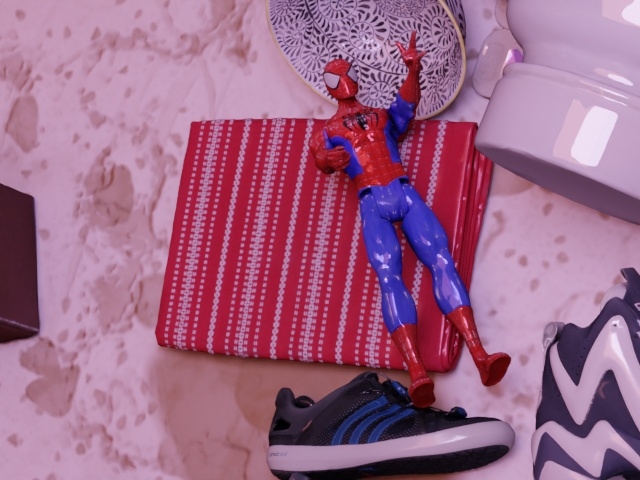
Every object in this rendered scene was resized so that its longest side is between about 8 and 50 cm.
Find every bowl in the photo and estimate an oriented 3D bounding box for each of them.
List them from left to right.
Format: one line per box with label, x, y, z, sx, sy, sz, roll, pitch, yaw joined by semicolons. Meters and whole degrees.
bowl;0.050;-0.181;1.527;0.170;0.170;0.080;6;45;31

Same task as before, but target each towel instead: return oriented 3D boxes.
towel;0.000;0.000;1.557;0.275;0.031;0.198;3;78;31

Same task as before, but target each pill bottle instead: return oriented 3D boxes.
pill bottle;0.249;-0.198;1.341;0.204;0.204;0.361;22;87;32

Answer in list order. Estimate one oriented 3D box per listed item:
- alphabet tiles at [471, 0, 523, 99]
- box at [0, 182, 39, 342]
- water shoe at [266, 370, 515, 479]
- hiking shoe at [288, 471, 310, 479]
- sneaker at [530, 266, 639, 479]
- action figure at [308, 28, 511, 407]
alphabet tiles;0.252;-0.165;1.464;0.278;0.021;0.284;16;84;32
box;-0.414;-0.005;1.587;0.191;0.381;0.143;-13;68;26
water shoe;0.047;0.134;1.470;0.203;0.073;0.080;-9;70;27
hiking shoe;-0.054;0.316;1.442;0.113;0.132;0.304;16;85;32
sneaker;0.250;0.089;1.352;0.235;0.094;0.153;-11;80;37
action figure;0.056;-0.034;1.435;0.091;0.139;0.280;-17;63;-9
